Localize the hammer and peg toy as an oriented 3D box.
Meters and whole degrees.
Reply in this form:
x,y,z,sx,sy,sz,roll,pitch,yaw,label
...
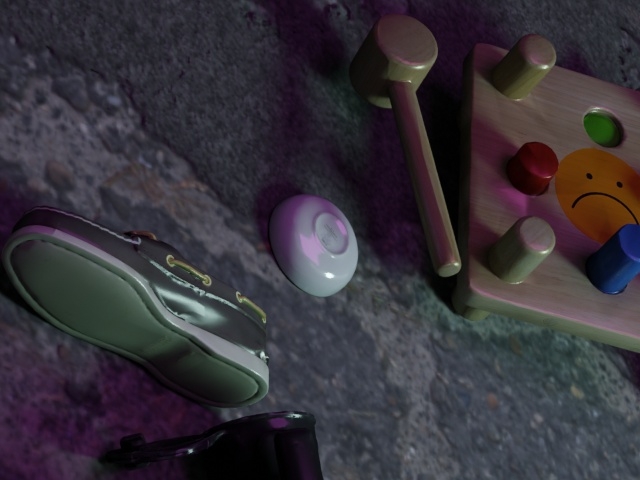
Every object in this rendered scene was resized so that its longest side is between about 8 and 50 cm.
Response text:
x,y,z,sx,sy,sz,roll,pitch,yaw,label
0.182,-0.036,1.649,0.361,0.127,0.266,15,56,-18,hammer and peg toy

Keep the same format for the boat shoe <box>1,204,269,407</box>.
x,y,z,sx,sy,sz,roll,pitch,yaw,label
-0.122,0.035,1.347,0.228,0.081,0.068,37,43,-36,boat shoe

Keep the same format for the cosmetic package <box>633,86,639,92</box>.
x,y,z,sx,sy,sz,roll,pitch,yaw,label
0.283,-0.094,1.853,0.041,0.060,0.115,49,40,-12,cosmetic package

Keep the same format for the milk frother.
x,y,z,sx,sy,sz,roll,pitch,yaw,label
-0.061,0.188,1.323,0.143,0.129,0.134,-11,71,-4,milk frother

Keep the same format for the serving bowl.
x,y,z,sx,sy,sz,roll,pitch,yaw,label
0.000,0.000,1.529,0.083,0.027,0.083,23,54,-36,serving bowl
